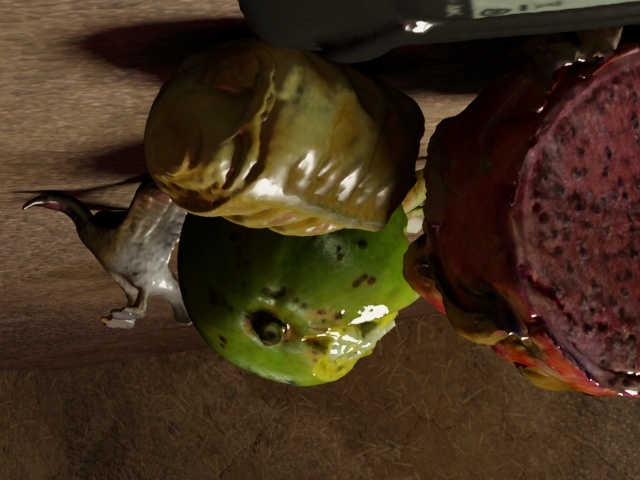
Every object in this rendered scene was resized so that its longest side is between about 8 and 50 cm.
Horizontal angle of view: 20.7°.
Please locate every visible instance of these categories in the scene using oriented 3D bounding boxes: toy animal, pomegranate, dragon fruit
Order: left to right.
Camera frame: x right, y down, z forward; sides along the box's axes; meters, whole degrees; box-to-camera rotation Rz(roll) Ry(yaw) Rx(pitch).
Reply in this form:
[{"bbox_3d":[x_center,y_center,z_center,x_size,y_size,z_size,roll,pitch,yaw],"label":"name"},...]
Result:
[{"bbox_3d":[-0.199,0.005,1.770,0.197,0.160,0.272,0,163,-31],"label":"toy animal"},{"bbox_3d":[0.000,0.000,1.669,0.236,0.236,0.302,-13,-156,39],"label":"pomegranate"},{"bbox_3d":[0.184,-0.016,1.417,0.296,0.314,0.263,8,-178,-31],"label":"dragon fruit"}]

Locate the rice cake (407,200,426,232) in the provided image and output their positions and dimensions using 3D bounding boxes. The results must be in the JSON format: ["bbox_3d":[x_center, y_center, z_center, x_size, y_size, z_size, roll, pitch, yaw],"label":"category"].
[{"bbox_3d":[0.067,-0.041,1.938,0.057,0.052,0.256,9,179,19],"label":"rice cake"}]

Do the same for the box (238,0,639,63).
[{"bbox_3d":[0.120,-0.171,0.841,0.350,0.091,0.359,-8,171,5],"label":"box"}]

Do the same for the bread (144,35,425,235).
[{"bbox_3d":[-0.029,-0.075,1.311,0.152,0.130,0.268,-47,160,14],"label":"bread"}]
